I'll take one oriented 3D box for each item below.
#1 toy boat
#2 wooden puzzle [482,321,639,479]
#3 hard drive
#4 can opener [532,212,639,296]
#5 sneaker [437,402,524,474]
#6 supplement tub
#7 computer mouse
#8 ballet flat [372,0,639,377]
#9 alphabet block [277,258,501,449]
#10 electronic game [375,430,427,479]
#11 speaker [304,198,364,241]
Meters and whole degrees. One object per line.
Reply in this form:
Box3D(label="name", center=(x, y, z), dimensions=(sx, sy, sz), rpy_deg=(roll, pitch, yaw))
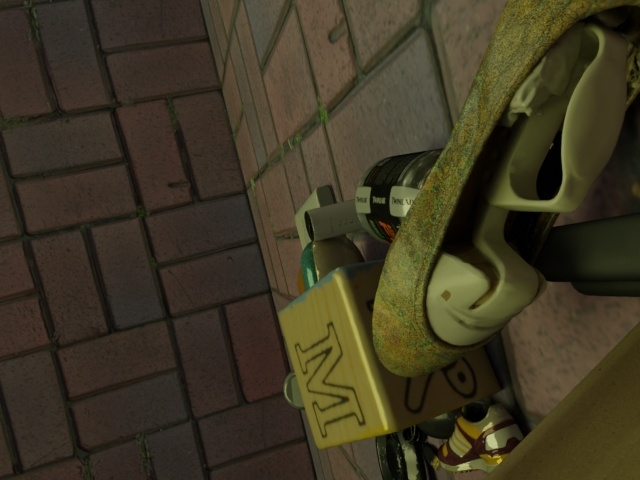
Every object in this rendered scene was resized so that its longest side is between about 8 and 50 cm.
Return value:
Box3D(label="toy boat", center=(0.017, 0.140, 0.929), dimensions=(0.318, 0.148, 0.267), rpy_deg=(-87, -20, -48))
Box3D(label="wooden puzzle", center=(0.190, 0.143, 0.170), dimensions=(0.080, 0.322, 0.348), rpy_deg=(53, 166, -5))
Box3D(label="hard drive", center=(0.000, 0.000, 1.300), dimensions=(0.307, 0.040, 0.203), rpy_deg=(144, 111, -75))
Box3D(label="can opener", center=(0.241, -0.016, 0.313), dimensions=(0.283, 0.076, 0.095), rpy_deg=(160, 128, -77))
Box3D(label="sneaker", center=(0.204, 0.256, 0.699), dimensions=(0.185, 0.069, 0.084), rpy_deg=(128, 129, -63))
Box3D(label="supplement tub", center=(0.122, -0.045, 0.610), dimensions=(0.190, 0.117, 0.117), rpy_deg=(-161, 58, -75))
Box3D(label="computer mouse", center=(0.172, 0.304, 0.878), dimensions=(0.262, 0.060, 0.184), rpy_deg=(176, 81, -76))
Box3D(label="ballet flat", center=(0.134, -0.020, 0.392), dimensions=(0.349, 0.123, 0.123), rpy_deg=(-70, 26, 18))
Box3D(label="alphabet block", center=(0.083, 0.147, 0.714), dimensions=(0.193, 0.192, 0.197), rpy_deg=(-43, 59, 53))
Box3D(label="electronic game", center=(0.163, 0.444, 1.077), dimensions=(0.229, 0.048, 0.229), rpy_deg=(174, 90, -77))
Box3D(label="speaker", center=(0.043, -0.038, 0.888), dimensions=(0.055, 0.136, 0.055), rpy_deg=(165, 90, -77))
